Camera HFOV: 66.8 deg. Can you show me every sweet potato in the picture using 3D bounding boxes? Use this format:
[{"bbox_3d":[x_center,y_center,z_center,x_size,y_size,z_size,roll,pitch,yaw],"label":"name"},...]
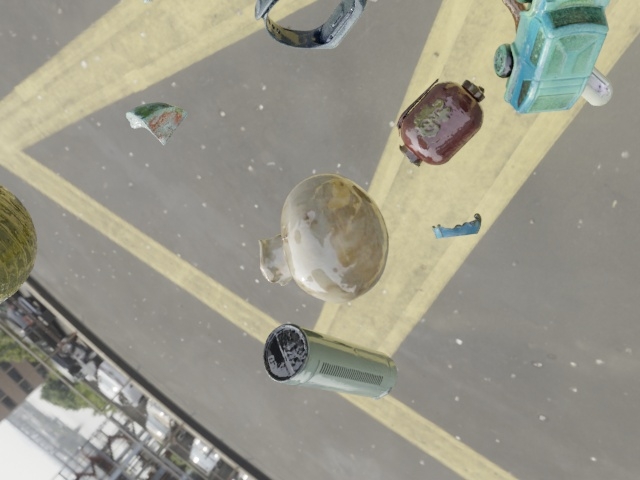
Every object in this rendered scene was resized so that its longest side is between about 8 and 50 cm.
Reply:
[{"bbox_3d":[0.457,-0.507,1.114,0.050,0.050,0.214,-21,98,52],"label":"sweet potato"}]

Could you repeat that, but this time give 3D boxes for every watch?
[{"bbox_3d":[-0.016,-0.468,0.961,0.192,0.069,0.206,6,156,-33],"label":"watch"}]

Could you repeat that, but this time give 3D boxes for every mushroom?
[{"bbox_3d":[0.000,0.000,1.104,0.290,0.298,0.298,-14,121,32],"label":"mushroom"}]

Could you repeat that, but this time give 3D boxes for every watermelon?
[{"bbox_3d":[-0.237,-0.164,0.687,0.085,0.085,0.061,-1,109,43],"label":"watermelon"}]

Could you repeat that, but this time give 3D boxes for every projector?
[{"bbox_3d":[0.033,0.250,0.972,0.108,0.108,0.337,6,165,39],"label":"projector"}]

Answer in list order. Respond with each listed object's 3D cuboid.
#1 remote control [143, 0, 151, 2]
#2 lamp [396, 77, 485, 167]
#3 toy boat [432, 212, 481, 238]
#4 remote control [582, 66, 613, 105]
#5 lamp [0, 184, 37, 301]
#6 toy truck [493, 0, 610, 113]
[{"bbox_3d":[-0.342,-0.564,0.866,0.293,0.051,0.103,64,146,19],"label":"remote control"},{"bbox_3d":[0.314,-0.312,1.266,0.180,0.180,0.258,41,109,-3],"label":"lamp"},{"bbox_3d":[0.505,-0.054,1.775,0.075,0.185,0.077,156,107,-83],"label":"toy boat"},{"bbox_3d":[0.761,-0.462,1.386,0.221,0.078,0.042,25,-176,-26],"label":"remote control"},{"bbox_3d":[-0.588,0.024,0.759,0.250,0.284,0.250,-8,132,-9],"label":"lamp"},{"bbox_3d":[0.439,-0.384,0.909,0.154,0.156,0.279,-5,138,-3],"label":"toy truck"}]
